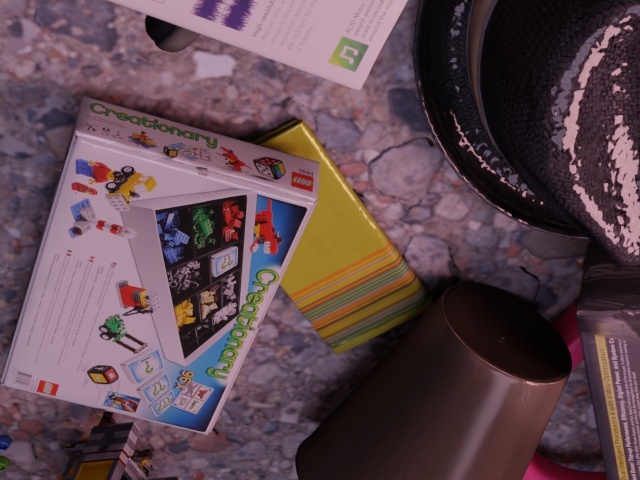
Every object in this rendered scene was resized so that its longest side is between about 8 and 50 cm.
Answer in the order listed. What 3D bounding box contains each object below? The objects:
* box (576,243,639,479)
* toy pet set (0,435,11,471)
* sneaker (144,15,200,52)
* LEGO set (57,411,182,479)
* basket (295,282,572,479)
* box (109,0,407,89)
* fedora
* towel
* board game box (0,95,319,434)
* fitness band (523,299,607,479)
[{"bbox_3d":[0.401,0.172,1.262,0.318,0.097,0.395,-3,131,19],"label":"box"},{"bbox_3d":[-0.357,0.245,1.409,0.114,0.065,0.122,6,130,-10],"label":"toy pet set"},{"bbox_3d":[-0.090,-0.238,0.993,0.130,0.087,0.227,21,124,-18],"label":"sneaker"},{"bbox_3d":[-0.216,0.304,1.412,0.255,0.192,0.331,-17,128,34],"label":"LEGO set"},{"bbox_3d":[0.109,0.161,1.313,0.204,0.154,0.227,37,120,15],"label":"basket"},{"bbox_3d":[-0.066,-0.246,0.904,0.322,0.058,0.232,17,119,-25],"label":"box"},{"bbox_3d":[0.219,-0.101,1.071,0.334,0.152,0.334,1,127,1],"label":"fedora"},{"bbox_3d":[0.000,0.000,1.253,0.102,0.021,0.237,-27,127,13],"label":"towel"},{"bbox_3d":[-0.140,0.033,1.228,0.193,0.053,0.305,15,132,-12],"label":"board game box"},{"bbox_3d":[0.286,0.140,1.372,0.209,0.054,0.291,24,124,-23],"label":"fitness band"}]
